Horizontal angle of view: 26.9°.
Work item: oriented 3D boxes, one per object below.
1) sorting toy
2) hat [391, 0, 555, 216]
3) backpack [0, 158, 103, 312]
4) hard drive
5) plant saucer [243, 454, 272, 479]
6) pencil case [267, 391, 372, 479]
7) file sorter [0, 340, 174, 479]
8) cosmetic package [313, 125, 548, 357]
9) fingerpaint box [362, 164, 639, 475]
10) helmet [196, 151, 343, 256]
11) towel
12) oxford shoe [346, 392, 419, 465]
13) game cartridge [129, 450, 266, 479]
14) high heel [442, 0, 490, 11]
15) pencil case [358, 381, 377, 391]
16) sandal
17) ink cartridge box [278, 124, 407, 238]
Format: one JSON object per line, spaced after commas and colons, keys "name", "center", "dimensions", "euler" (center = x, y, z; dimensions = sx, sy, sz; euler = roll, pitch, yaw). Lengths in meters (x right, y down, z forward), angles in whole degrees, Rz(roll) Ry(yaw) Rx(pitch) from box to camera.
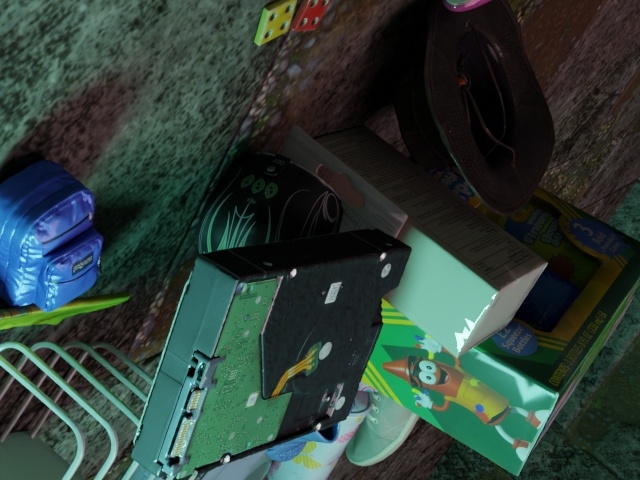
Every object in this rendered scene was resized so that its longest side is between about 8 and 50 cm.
{"name": "sorting toy", "center": [0.031, -0.301, 1.337], "dimensions": [0.132, 0.046, 0.275], "euler": [-16, 143, -59]}
{"name": "hat", "center": [0.175, -0.173, 1.735], "dimensions": [0.134, 0.331, 0.331], "euler": [-14, -177, 34]}
{"name": "backpack", "center": [-0.244, -0.007, 1.194], "dimensions": [0.098, 0.101, 0.120], "euler": [-42, 158, -41]}
{"name": "hard drive", "center": [-0.045, 0.112, 1.431], "dimensions": [0.339, 0.064, 0.237], "euler": [-10, 124, -57]}
{"name": "plant saucer", "center": [-0.138, 0.424, 2.399], "dimensions": [0.195, 0.037, 0.195], "euler": [-43, 161, -18]}
{"name": "pencil case", "center": [-0.001, 0.364, 2.478], "dimensions": [0.124, 0.113, 0.273], "euler": [-41, 162, -52]}
{"name": "file sorter", "center": [-0.279, 0.215, 1.409], "dimensions": [0.173, 0.193, 0.277], "euler": [-56, 161, 8]}
{"name": "cosmetic package", "center": [0.110, -0.006, 1.682], "dimensions": [0.160, 0.309, 0.113], "euler": [-20, 145, -55]}
{"name": "fingerpaint box", "center": [0.227, 0.069, 1.904], "dimensions": [0.445, 0.371, 0.163], "euler": [-39, 154, -51]}
{"name": "helmet", "center": [-0.064, -0.001, 1.529], "dimensions": [0.162, 0.169, 0.169], "euler": [-61, 165, -15]}
{"name": "towel", "center": [-0.287, 0.076, 1.287], "dimensions": [0.102, 0.021, 0.237], "euler": [-12, 178, 25]}
{"name": "oxford shoe", "center": [0.144, 0.295, 2.684], "dimensions": [0.130, 0.169, 0.449], "euler": [13, 136, -23]}
{"name": "game cartridge", "center": [-0.133, 0.282, 2.023], "dimensions": [0.355, 0.068, 0.230], "euler": [-50, 153, 0]}
{"name": "high heel", "center": [0.223, -0.327, 1.681], "dimensions": [0.244, 0.082, 0.117], "euler": [-53, 157, -35]}
{"name": "pencil case", "center": [0.104, 0.145, 2.266], "dimensions": [0.124, 0.124, 0.284], "euler": [-38, 156, -32]}
{"name": "sandal", "center": [-0.027, 0.298, 2.252], "dimensions": [0.126, 0.138, 0.317], "euler": [-42, 162, -29]}
{"name": "ink cartridge box", "center": [0.000, 0.000, 1.631], "dimensions": [0.066, 0.189, 0.232], "euler": [-21, 146, -57]}
